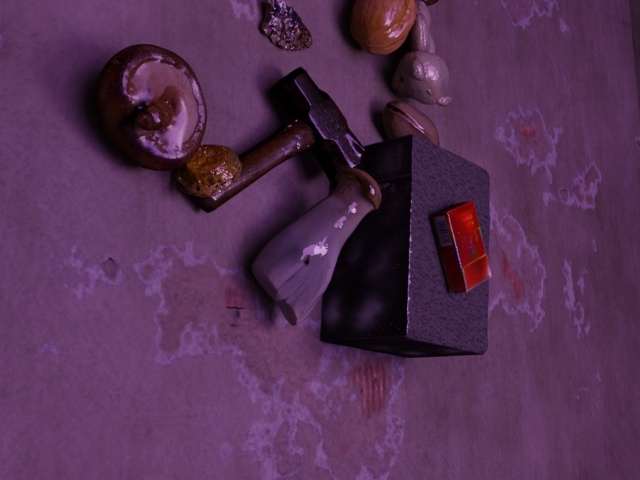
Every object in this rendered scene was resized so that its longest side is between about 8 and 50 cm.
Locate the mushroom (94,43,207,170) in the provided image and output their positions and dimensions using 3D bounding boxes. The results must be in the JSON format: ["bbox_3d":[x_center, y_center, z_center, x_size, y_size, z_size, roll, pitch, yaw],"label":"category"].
[{"bbox_3d":[-0.303,-0.235,1.517,0.231,0.138,0.194,66,30,-31],"label":"mushroom"}]

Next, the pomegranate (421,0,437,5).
[{"bbox_3d":[0.252,-0.674,2.191,0.159,0.129,0.129,27,64,-32],"label":"pomegranate"}]

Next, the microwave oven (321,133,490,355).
[{"bbox_3d":[0.204,0.031,1.929,0.374,0.236,0.432,17,71,-46],"label":"microwave oven"}]

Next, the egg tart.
[{"bbox_3d":[-0.209,-0.137,1.595,0.052,0.130,0.130,90,23,-53],"label":"egg tart"}]

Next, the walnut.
[{"bbox_3d":[0.147,-0.531,2.028,0.159,0.159,0.207,43,53,-34],"label":"walnut"}]

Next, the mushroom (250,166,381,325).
[{"bbox_3d":[0.000,0.000,1.735,0.329,0.122,0.159,-49,127,-16],"label":"mushroom"}]

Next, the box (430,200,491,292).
[{"bbox_3d":[0.300,0.013,1.823,0.112,0.048,0.175,-24,101,-48],"label":"box"}]

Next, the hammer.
[{"bbox_3d":[-0.099,-0.172,1.728,0.409,0.095,0.242,-39,99,-38],"label":"hammer"}]

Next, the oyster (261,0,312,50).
[{"bbox_3d":[-0.065,-0.463,1.863,0.148,0.051,0.103,20,76,-55],"label":"oyster"}]

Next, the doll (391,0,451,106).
[{"bbox_3d":[0.239,-0.460,2.141,0.175,0.149,0.278,34,45,-40],"label":"doll"}]

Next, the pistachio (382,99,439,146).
[{"bbox_3d":[0.215,-0.269,2.081,0.185,0.126,0.108,37,89,-31],"label":"pistachio"}]
